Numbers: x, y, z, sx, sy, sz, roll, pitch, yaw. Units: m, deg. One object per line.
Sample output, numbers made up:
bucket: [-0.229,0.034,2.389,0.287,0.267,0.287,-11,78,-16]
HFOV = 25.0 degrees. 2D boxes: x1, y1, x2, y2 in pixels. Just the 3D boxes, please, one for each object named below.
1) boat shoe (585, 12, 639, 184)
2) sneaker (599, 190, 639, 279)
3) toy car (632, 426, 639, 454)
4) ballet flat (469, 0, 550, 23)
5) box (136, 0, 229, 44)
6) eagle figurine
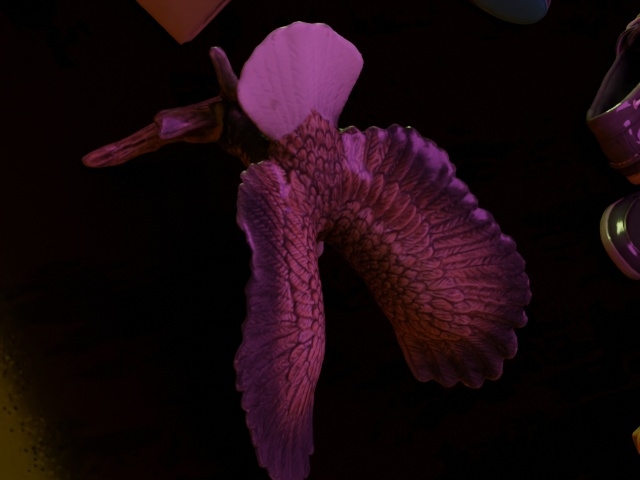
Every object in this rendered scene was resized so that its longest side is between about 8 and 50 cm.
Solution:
boat shoe: [0.378,-0.204,1.653,0.095,0.112,0.335,42,44,-18]
sneaker: [0.380,-0.041,1.525,0.083,0.118,0.222,52,40,1]
toy car: [0.365,0.148,1.421,0.239,0.053,0.225,15,51,-37]
ballet flat: [0.162,-0.298,1.552,0.213,0.072,0.068,17,46,-34]
box: [-0.167,-0.334,1.227,0.311,0.121,0.148,43,40,-9]
eagle figurine: [0.003,0.002,1.089,0.298,0.226,0.225,59,20,17]
